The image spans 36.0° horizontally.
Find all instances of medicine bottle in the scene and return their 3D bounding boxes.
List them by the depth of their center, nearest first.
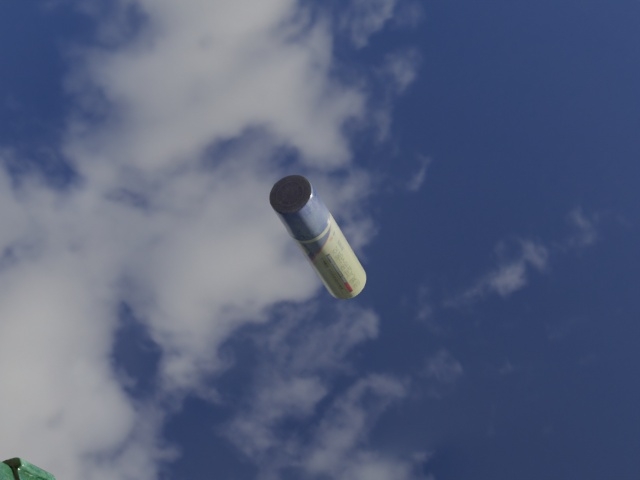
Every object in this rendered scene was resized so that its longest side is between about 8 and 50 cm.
[{"bbox_3d":[0.000,0.000,1.271,0.059,0.231,0.059,-10,-122,16],"label":"medicine bottle"}]

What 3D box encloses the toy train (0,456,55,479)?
[{"bbox_3d":[-0.412,0.333,1.161,0.139,0.330,0.178,-33,-127,2],"label":"toy train"}]
